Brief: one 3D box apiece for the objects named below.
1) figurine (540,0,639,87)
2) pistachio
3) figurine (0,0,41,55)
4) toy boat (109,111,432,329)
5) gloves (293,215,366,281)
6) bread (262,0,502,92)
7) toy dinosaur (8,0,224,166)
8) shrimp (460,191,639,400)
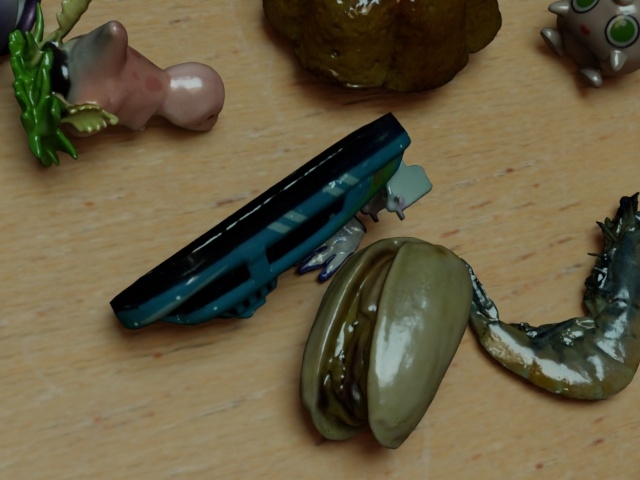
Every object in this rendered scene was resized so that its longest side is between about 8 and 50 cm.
[{"bbox_3d":[0.321,-0.242,1.326,0.125,0.138,0.125,44,13,-13],"label":"figurine"},{"bbox_3d":[0.059,0.086,1.052,0.131,0.129,0.206,52,50,-39],"label":"pistachio"},{"bbox_3d":[-0.332,-0.197,1.092,0.145,0.145,0.222,18,67,-6],"label":"figurine"},{"bbox_3d":[-0.038,0.004,1.054,0.299,0.134,0.092,-36,100,-20],"label":"toy boat"},{"bbox_3d":[0.000,0.000,1.135,0.064,0.026,0.086,42,62,10],"label":"gloves"},{"bbox_3d":[0.056,-0.261,1.248,0.247,0.135,0.232,-34,61,-29],"label":"bread"},{"bbox_3d":[-0.178,-0.134,1.087,0.177,0.194,0.152,-14,54,-1],"label":"toy dinosaur"},{"bbox_3d":[0.232,0.026,1.178,0.198,0.051,0.262,23,58,-2],"label":"shrimp"}]
